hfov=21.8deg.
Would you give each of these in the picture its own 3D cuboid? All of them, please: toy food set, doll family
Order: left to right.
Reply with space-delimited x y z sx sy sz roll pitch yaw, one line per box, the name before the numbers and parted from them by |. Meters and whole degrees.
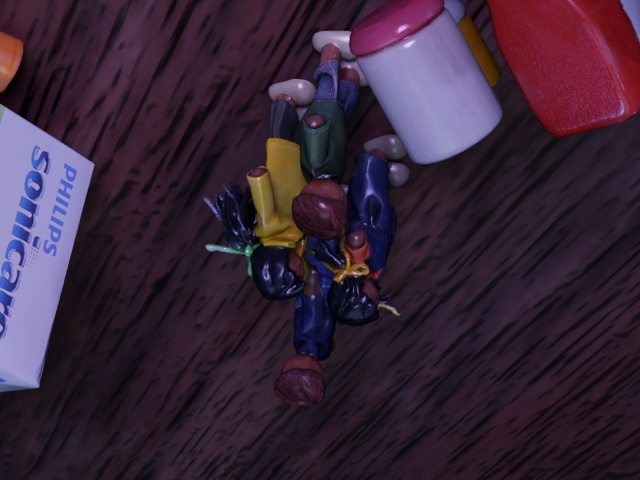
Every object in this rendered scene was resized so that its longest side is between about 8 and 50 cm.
doll family | 0.000 0.000 0.751 0.076 0.111 0.193 -4 148 18
toy food set | 0.085 -0.106 0.578 0.232 0.111 0.104 -13 114 47

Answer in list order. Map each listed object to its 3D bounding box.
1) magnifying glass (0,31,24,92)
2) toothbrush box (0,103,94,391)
magnifying glass | -0.237 -0.115 0.694 0.231 0.026 0.092 20 147 -22
toothbrush box | -0.276 -0.030 0.717 0.206 0.122 0.283 -9 151 38
